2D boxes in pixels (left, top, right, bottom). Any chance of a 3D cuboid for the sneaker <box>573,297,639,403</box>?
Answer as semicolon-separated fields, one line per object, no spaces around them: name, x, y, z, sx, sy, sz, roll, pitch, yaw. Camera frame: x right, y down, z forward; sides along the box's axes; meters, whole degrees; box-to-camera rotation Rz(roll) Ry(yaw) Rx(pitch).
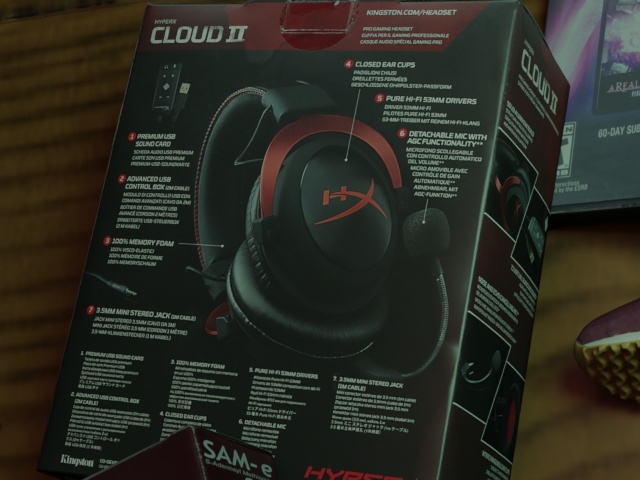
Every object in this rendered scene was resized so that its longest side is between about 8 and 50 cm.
sneaker;0.217;0.026;0.771;0.185;0.069;0.084;-10;51;13

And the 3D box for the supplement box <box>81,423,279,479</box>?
supplement box;-0.060;0.215;0.646;0.130;0.073;0.239;-28;61;21

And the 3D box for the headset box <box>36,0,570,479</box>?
headset box;0.000;0.000;0.802;0.218;0.110;0.293;3;72;25

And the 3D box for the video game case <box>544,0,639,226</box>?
video game case;0.210;-0.145;0.815;0.196;0.026;0.274;-5;68;39
